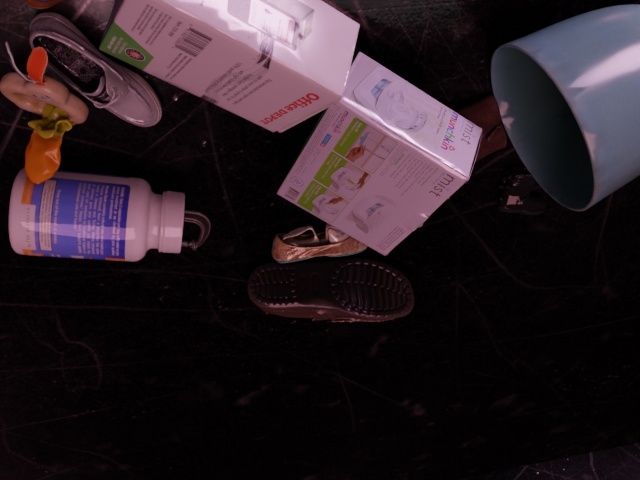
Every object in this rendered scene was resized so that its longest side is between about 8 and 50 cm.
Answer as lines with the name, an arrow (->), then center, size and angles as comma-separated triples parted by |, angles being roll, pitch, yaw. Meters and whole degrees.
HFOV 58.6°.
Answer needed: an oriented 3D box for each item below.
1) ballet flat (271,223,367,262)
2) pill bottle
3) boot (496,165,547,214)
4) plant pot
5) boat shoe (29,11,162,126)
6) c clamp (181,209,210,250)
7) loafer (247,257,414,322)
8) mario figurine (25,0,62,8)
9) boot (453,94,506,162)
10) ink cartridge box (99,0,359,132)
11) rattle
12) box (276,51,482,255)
ballet flat -> 0.000, 0.000, 1.178 | 0.206, 0.073, 0.067 | -10, 120, -6
pill bottle -> -0.381, -0.040, 1.001 | 0.272, 0.152, 0.152 | 5, 132, -15
boot -> 0.428, -0.105, 1.177 | 0.121, 0.045, 0.099 | 1, 130, -12
plant pot -> 0.450, -0.229, 0.903 | 0.235, 0.293, 0.293 | -28, 133, 4
boat shoe -> -0.340, -0.240, 0.866 | 0.079, 0.081, 0.227 | -33, 130, 20
c clamp -> -0.302, -0.013, 1.139 | 0.161, 0.022, 0.137 | 3, 128, -12
loafer -> 0.023, 0.114, 1.270 | 0.366, 0.133, 0.130 | 6, 158, -4
mario figurine -> -0.304, -0.421, 0.641 | 0.198, 0.170, 0.320 | -10, 169, -37
boot -> 0.216, -0.210, 1.026 | 0.207, 0.090, 0.248 | -32, 129, 2
ink cartridge box -> -0.125, -0.277, 0.782 | 0.289, 0.121, 0.211 | 21, 166, -29
rattle -> -0.420, -0.179, 0.821 | 0.130, 0.200, 0.142 | 36, 76, -18
box -> 0.087, -0.124, 0.931 | 0.231, 0.126, 0.262 | 29, 144, -7
